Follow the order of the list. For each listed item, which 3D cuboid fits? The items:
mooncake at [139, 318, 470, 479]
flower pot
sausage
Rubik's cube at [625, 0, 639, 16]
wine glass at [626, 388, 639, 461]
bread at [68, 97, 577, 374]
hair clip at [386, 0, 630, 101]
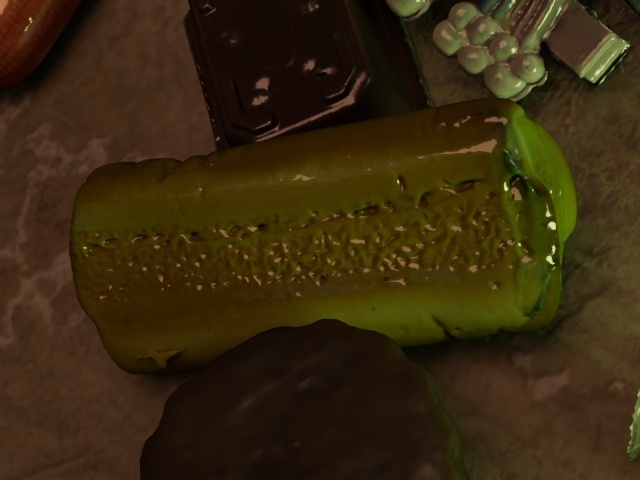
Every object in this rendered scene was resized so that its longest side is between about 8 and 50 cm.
[{"bbox_3d":[-0.004,0.176,1.089,0.228,0.124,0.228,-10,54,14],"label":"mooncake"},{"bbox_3d":[-0.025,-0.155,1.277,0.179,0.084,0.251,-22,61,11],"label":"flower pot"},{"bbox_3d":[-0.230,-0.250,1.397,0.093,0.093,0.312,23,78,28],"label":"sausage"},{"bbox_3d":[0.235,-0.389,1.125,0.301,0.305,0.303,-35,56,16],"label":"Rubik's cube"},{"bbox_3d":[0.321,0.158,1.011,0.262,0.074,0.074,23,77,28],"label":"wine glass"},{"bbox_3d":[0.000,0.000,1.178,0.384,0.112,0.166,-9,98,21],"label":"bread"},{"bbox_3d":[0.129,-0.196,1.212,0.220,0.054,0.140,41,104,11],"label":"hair clip"}]
